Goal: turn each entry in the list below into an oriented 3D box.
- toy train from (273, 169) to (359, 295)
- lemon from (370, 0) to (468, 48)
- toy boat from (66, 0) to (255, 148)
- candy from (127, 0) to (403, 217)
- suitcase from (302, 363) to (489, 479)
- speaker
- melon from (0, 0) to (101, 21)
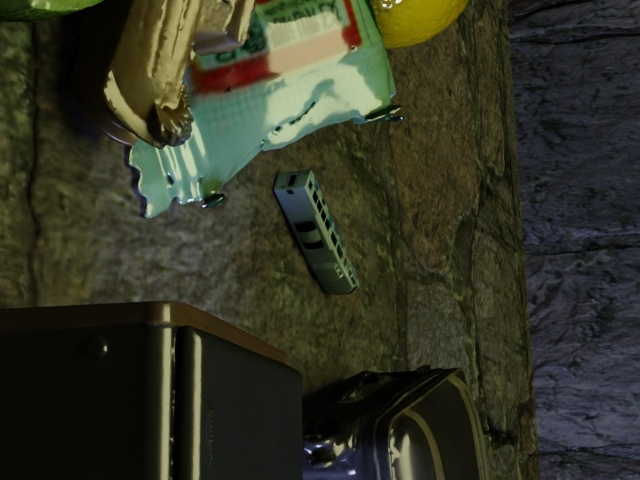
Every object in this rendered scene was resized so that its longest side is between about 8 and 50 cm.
[{"bbox_3d":[0.000,0.000,1.298,0.207,0.043,0.047,65,30,-42],"label":"toy train"},{"bbox_3d":[0.078,-0.346,1.306,0.228,0.253,0.228,-22,115,-60],"label":"lemon"},{"bbox_3d":[-0.106,-0.226,0.878,0.121,0.089,0.321,21,77,-36],"label":"toy boat"},{"bbox_3d":[-0.070,-0.192,1.054,0.398,0.172,0.263,-28,101,-47],"label":"candy"},{"bbox_3d":[0.069,0.286,1.198,0.434,0.194,0.283,-6,91,-71],"label":"suitcase"},{"bbox_3d":[-0.129,0.136,0.708,0.231,0.192,0.153,38,48,-69],"label":"speaker"},{"bbox_3d":[-0.195,-0.232,0.785,0.118,0.064,0.209,56,34,-29],"label":"melon"}]
